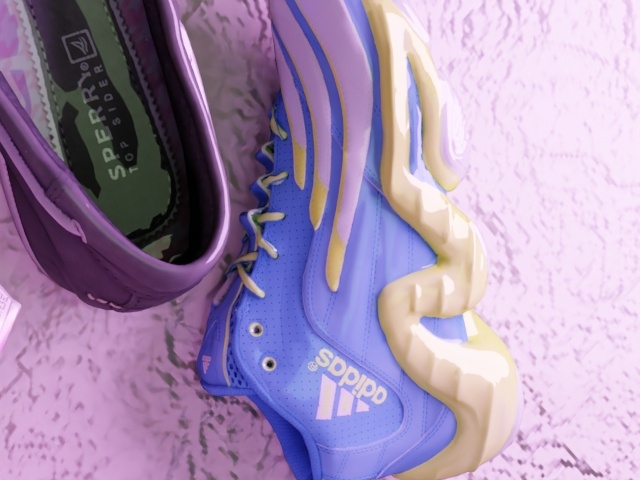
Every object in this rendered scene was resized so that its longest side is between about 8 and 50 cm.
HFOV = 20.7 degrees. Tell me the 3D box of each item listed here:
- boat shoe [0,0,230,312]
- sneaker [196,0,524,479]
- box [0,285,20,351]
[{"bbox_3d":[-0.112,-0.132,0.667,0.112,0.095,0.335,-25,100,-21],"label":"boat shoe"},{"bbox_3d":[0.000,0.000,0.720,0.126,0.091,0.240,-24,100,-21],"label":"sneaker"},{"bbox_3d":[-0.269,0.024,0.544,0.300,0.154,0.142,34,43,-21],"label":"box"}]
